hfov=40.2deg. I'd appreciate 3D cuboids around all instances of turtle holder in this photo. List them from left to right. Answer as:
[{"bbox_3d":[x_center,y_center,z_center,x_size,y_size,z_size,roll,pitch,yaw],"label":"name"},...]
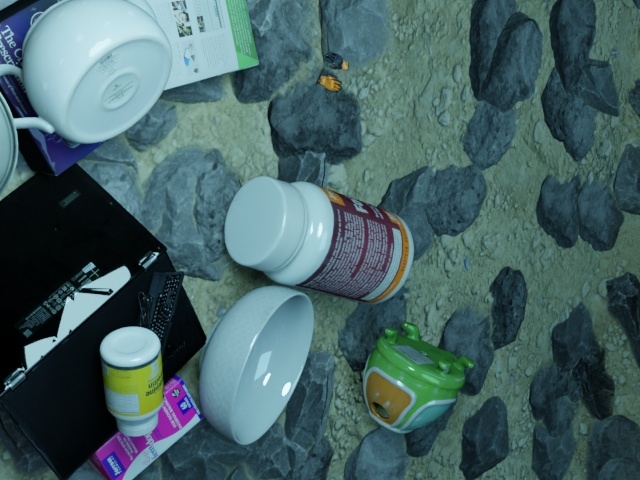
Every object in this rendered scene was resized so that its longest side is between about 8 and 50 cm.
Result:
[{"bbox_3d":[0.230,0.349,2.210,0.227,0.243,0.320,-66,175,11],"label":"turtle holder"}]

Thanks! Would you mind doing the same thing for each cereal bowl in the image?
[{"bbox_3d":[-0.151,0.244,1.830,0.339,0.141,0.339,-50,152,-39],"label":"cereal bowl"}]

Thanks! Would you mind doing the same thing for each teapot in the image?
[{"bbox_3d":[-0.376,-0.287,1.375,0.256,0.187,0.252,-21,149,-57],"label":"teapot"}]

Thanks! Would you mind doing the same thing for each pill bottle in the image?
[{"bbox_3d":[-0.327,0.250,1.531,0.103,0.103,0.184,-25,131,-36],"label":"pill bottle"},{"bbox_3d":[0.000,0.000,1.890,0.392,0.224,0.224,17,88,-44],"label":"pill bottle"}]

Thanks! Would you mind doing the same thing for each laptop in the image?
[{"bbox_3d":[-0.461,0.138,1.570,0.408,0.236,0.382,43,62,4],"label":"laptop"}]

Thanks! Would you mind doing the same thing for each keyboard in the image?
[{"bbox_3d":[-0.293,0.150,1.573,0.100,0.038,0.192,-3,112,-52],"label":"keyboard"}]

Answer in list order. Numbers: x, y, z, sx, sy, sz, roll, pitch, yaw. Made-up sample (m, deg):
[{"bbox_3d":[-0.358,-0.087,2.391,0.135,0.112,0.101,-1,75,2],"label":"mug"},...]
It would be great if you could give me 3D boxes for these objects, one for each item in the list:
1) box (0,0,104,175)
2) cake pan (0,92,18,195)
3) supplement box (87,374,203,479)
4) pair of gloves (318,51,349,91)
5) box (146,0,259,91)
[{"bbox_3d":[-0.464,-0.270,1.487,0.184,0.103,0.261,-44,126,-29],"label":"box"},{"bbox_3d":[-0.603,-0.150,1.294,0.293,0.054,0.293,0,116,0],"label":"cake pan"},{"bbox_3d":[-0.361,0.364,1.724,0.220,0.114,0.111,-39,124,-27],"label":"supplement box"},{"bbox_3d":[0.031,-0.379,1.973,0.074,0.010,0.083,16,88,-43],"label":"pair of gloves"},{"bbox_3d":[-0.245,-0.409,1.611,0.322,0.059,0.232,-30,115,-52],"label":"box"}]
